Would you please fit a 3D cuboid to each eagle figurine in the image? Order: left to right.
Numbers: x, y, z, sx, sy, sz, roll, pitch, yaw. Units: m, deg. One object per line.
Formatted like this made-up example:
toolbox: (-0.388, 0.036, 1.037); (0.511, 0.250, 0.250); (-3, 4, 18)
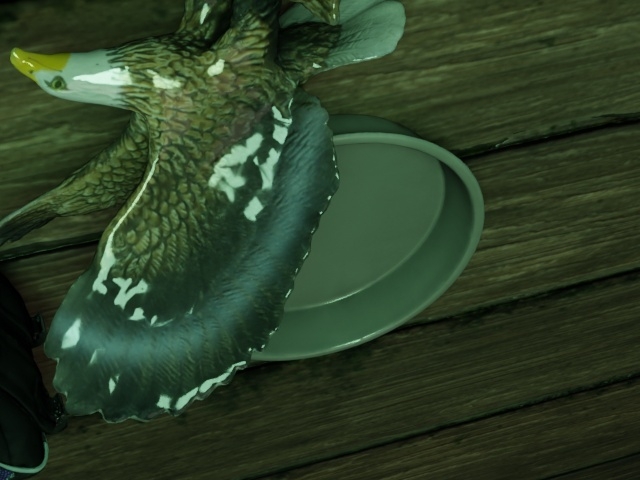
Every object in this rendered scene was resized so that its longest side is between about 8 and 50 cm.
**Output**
eagle figurine: (-0.094, -0.068, 0.627); (0.225, 0.226, 0.298); (22, 115, 5)

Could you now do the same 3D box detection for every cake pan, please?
cake pan: (0.000, 0.000, 0.863); (0.293, 0.054, 0.293); (-12, 141, -10)

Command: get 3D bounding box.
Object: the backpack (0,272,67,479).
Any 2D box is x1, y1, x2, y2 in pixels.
backpack: (-0.322, 0.063, 0.666); (0.191, 0.225, 0.254); (-26, 137, -1)
